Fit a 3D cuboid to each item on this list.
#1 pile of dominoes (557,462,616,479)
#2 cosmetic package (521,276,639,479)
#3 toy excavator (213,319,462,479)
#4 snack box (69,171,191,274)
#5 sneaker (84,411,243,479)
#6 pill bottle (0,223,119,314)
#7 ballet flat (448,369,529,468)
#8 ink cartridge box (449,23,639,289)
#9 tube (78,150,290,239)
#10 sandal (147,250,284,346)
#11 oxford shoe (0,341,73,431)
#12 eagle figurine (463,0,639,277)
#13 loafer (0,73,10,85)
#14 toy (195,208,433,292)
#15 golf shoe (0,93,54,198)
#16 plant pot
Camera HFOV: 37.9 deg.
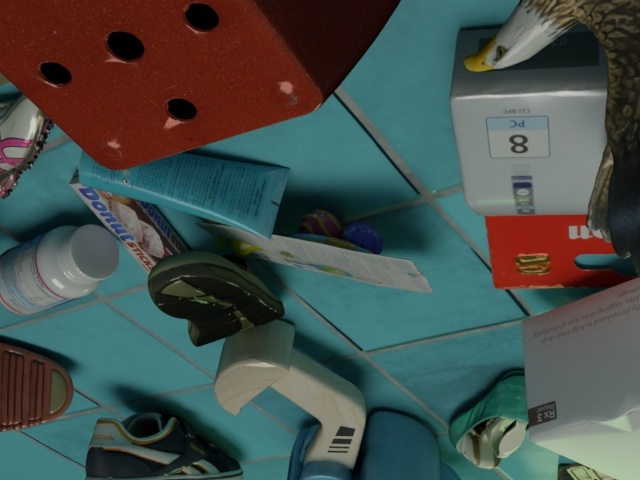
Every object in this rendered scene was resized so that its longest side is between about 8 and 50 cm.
[{"bbox_3d":[0.496,0.364,1.433,0.251,0.040,0.196,-6,142,8],"label":"pile of dominoes"},{"bbox_3d":[0.430,0.189,1.058,0.385,0.156,0.217,31,140,-34],"label":"cosmetic package"},{"bbox_3d":[0.041,0.315,1.351,0.433,0.222,0.445,14,131,-5],"label":"toy excavator"},{"bbox_3d":[-0.211,-0.019,1.068,0.064,0.022,0.178,-5,142,23],"label":"snack box"},{"bbox_3d":[-0.238,0.343,1.506,0.126,0.127,0.321,-8,166,32],"label":"sneaker"},{"bbox_3d":[-0.311,0.032,1.099,0.160,0.087,0.087,-18,136,39],"label":"pill bottle"},{"bbox_3d":[0.237,0.269,1.301,0.083,0.087,0.247,14,145,-7],"label":"ballet flat"},{"bbox_3d":[0.295,-0.035,0.866,0.308,0.091,0.385,-1,142,15],"label":"ink cartridge box"},{"bbox_3d":[-0.141,-0.061,0.957,0.207,0.080,0.052,13,167,3],"label":"tube"},{"bbox_3d":[-0.117,0.053,1.075,0.120,0.086,0.303,-18,160,0],"label":"sandal"},{"bbox_3d":[-0.568,0.210,1.417,0.397,0.140,0.146,6,175,-2],"label":"oxford shoe"},{"bbox_3d":[0.197,-0.142,0.587,0.298,0.226,0.225,60,151,3],"label":"eagle figurine"},{"bbox_3d":[-0.343,-0.149,0.893,0.148,0.056,0.050,-18,129,34],"label":"loafer"},{"bbox_3d":[0.000,0.000,1.004,0.237,0.056,0.137,7,167,18],"label":"toy"},{"bbox_3d":[-0.323,-0.106,0.938,0.086,0.067,0.186,30,140,-23],"label":"golf shoe"},{"bbox_3d":[-0.098,-0.204,0.604,0.267,0.235,0.267,-13,138,28],"label":"plant pot"}]
